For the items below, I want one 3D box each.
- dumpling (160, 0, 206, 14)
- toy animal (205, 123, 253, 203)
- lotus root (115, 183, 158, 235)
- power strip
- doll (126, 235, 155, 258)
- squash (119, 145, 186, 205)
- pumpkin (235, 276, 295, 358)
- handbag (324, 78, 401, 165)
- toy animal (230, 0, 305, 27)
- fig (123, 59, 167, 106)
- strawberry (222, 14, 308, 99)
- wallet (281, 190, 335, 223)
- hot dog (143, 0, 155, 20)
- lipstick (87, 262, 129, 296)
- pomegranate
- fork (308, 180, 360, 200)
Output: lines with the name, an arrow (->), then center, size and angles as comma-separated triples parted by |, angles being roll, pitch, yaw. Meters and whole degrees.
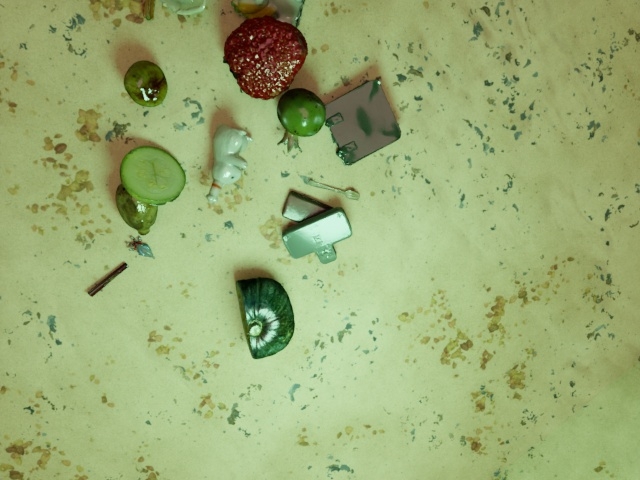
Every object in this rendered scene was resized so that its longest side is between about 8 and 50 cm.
dumpling -> -0.465, -0.840, 1.396 | 0.166, 0.126, 0.216 | -30, 108, 13
toy animal -> -0.325, -0.269, 1.523 | 0.138, 0.140, 0.283 | 7, 96, -3
lotus root -> -0.645, -0.116, 1.502 | 0.138, 0.138, 0.214 | -11, 114, -8
power strip -> 0.000, 0.000, 1.650 | 0.264, 0.059, 0.194 | -23, 113, 7
doll -> -0.660, 0.031, 1.568 | 0.114, 0.039, 0.057 | 36, 50, -6
squash -> -0.580, -0.227, 1.466 | 0.219, 0.041, 0.219 | 17, 61, -33
pumpkin -> -0.195, 0.280, 1.589 | 0.196, 0.263, 0.293 | -12, 104, -14
handbag -> 0.150, -0.443, 1.604 | 0.260, 0.079, 0.248 | -27, 103, -2
toy animal -> -0.183, -0.868, 1.414 | 0.309, 0.183, 0.247 | 26, 90, -9
fig -> -0.588, -0.530, 1.428 | 0.136, 0.120, 0.153 | 16, 76, -50
strawberry -> -0.187, -0.618, 1.417 | 0.260, 0.257, 0.261 | -2, 97, -16
wallet -> -0.045, -0.110, 1.656 | 0.197, 0.031, 0.110 | 20, 97, -14
hot dog -> -0.580, -0.786, 1.433 | 0.037, 0.021, 0.083 | 9, 97, -33
lipstick -> -0.788, 0.144, 1.573 | 0.176, 0.027, 0.027 | -40, 105, -2
pomegranate -> -0.081, -0.429, 1.524 | 0.181, 0.182, 0.224 | 22, 117, -14
fork -> 0.057, -0.199, 1.658 | 0.219, 0.028, 0.034 | 16, 101, -13
